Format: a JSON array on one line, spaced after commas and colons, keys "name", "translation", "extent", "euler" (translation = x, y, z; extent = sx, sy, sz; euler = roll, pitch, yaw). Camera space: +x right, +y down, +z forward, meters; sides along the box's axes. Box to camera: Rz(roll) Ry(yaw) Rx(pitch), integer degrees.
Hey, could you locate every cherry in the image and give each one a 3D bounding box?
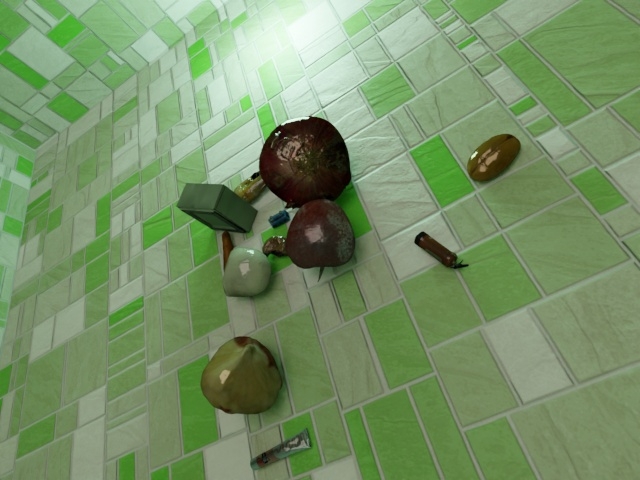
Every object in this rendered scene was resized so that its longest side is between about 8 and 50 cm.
[{"name": "cherry", "translation": [0.000, 0.000, 1.407], "extent": [0.236, 0.213, 0.286], "euler": [4, 89, 1]}]

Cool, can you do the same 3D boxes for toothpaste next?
[{"name": "toothpaste", "translation": [-0.121, 0.644, 1.269], "extent": [0.205, 0.036, 0.056], "euler": [-30, 52, 9]}]

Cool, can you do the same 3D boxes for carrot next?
[{"name": "carrot", "translation": [-0.379, 0.042, 1.713], "extent": [0.061, 0.061, 0.210], "euler": [-28, 53, 16]}]

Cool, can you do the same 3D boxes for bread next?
[{"name": "bread", "translation": [-0.164, 0.024, 1.593], "extent": [0.113, 0.060, 0.082], "euler": [-1, 66, 28]}, {"name": "bread", "translation": [0.545, -0.268, 1.315], "extent": [0.189, 0.077, 0.114], "euler": [-45, 48, 7]}]

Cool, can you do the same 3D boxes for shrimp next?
[{"name": "shrimp", "translation": [-0.273, -0.255, 1.807], "extent": [0.287, 0.063, 0.152], "euler": [-36, 38, 9]}]

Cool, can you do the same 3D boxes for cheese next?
[{"name": "cheese", "translation": [-0.274, 0.116, 1.553], "extent": [0.189, 0.154, 0.198], "euler": [3, 70, 27]}]

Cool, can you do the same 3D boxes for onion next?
[{"name": "onion", "translation": [-0.057, -0.276, 1.531], "extent": [0.353, 0.353, 0.354], "euler": [-14, 60, 25]}]

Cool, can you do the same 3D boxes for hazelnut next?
[{"name": "hazelnut", "translation": [-0.251, 0.423, 1.319], "extent": [0.241, 0.261, 0.261], "euler": [-57, 45, 34]}]

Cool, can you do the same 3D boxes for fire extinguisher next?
[{"name": "fire extinguisher", "translation": [0.370, 0.036, 1.280], "extent": [0.062, 0.050, 0.177], "euler": [-23, 47, -29]}]

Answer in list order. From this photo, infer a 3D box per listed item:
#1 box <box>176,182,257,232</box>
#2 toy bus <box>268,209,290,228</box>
[{"name": "box", "translation": [-0.425, -0.129, 1.721], "extent": [0.225, 0.225, 0.117], "euler": [7, 70, 34]}, {"name": "toy bus", "translation": [-0.165, -0.085, 1.663], "extent": [0.083, 0.038, 0.046], "euler": [-29, 58, 16]}]
